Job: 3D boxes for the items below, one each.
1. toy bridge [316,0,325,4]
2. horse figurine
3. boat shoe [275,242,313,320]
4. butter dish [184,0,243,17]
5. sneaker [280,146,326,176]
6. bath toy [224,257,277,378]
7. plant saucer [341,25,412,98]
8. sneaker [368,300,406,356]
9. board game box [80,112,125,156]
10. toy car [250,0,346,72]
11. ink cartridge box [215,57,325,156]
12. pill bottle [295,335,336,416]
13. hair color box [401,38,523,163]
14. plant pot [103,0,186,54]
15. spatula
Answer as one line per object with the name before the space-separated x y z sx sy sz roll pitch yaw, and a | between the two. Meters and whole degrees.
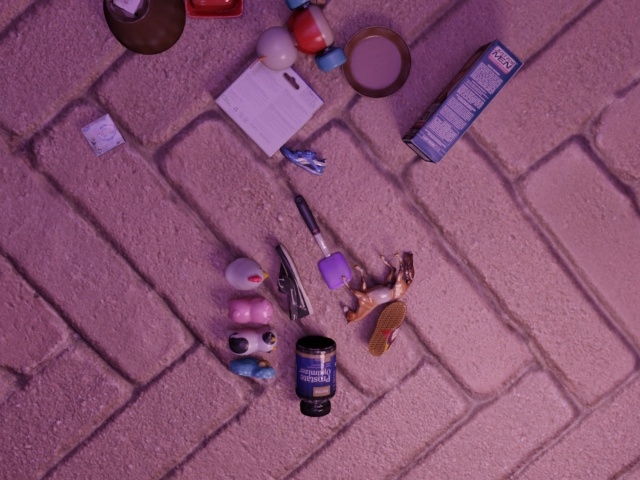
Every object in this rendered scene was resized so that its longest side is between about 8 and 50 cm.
toy bridge | -0.009 -0.736 1.828 0.026 0.063 0.188 -7 100 -2
horse figurine | 0.175 0.134 1.990 0.263 0.066 0.174 -24 113 -5
boat shoe | -0.091 0.122 1.968 0.079 0.084 0.233 -19 104 0
butter dish | -0.289 -0.681 1.795 0.160 0.118 0.160 -1 99 -3
sneaker | -0.047 -0.236 1.923 0.144 0.053 0.059 26 98 -16
bath toy | -0.194 0.223 1.959 0.151 0.129 0.348 -11 104 -36
plant saucer | 0.156 -0.498 1.895 0.198 0.036 0.199 -1 100 -4
sneaker | 0.203 0.256 2.011 0.069 0.084 0.185 32 102 14
board game box | -0.610 -0.296 1.895 0.090 0.020 0.090 -28 101 2
toy car | -0.088 -0.524 1.790 0.238 0.210 0.219 -27 107 4
ink cartridge box | -0.141 -0.388 1.892 0.224 0.045 0.223 -43 100 4
pill bottle | -0.014 0.403 2.002 0.122 0.123 0.219 0 102 -3
hair color box | 0.383 -0.378 1.860 0.105 0.174 0.347 40 95 -8
plant pot | -0.472 -0.602 1.742 0.215 0.230 0.215 -1 100 -3
spatula | 0.000 0.000 1.978 0.084 0.030 0.296 -26 100 1
